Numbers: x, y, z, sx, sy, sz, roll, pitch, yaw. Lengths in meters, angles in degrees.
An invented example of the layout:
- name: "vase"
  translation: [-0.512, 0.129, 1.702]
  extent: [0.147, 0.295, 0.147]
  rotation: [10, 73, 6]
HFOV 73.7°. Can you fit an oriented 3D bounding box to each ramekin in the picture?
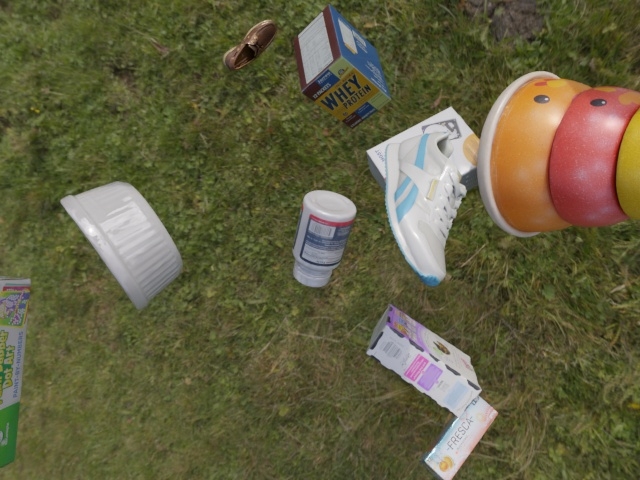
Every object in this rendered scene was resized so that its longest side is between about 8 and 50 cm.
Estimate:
- name: "ramekin"
  translation: [-0.401, 0.001, 0.892]
  extent: [0.272, 0.127, 0.273]
  rotation: [41, 152, 27]

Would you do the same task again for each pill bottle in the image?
- name: "pill bottle"
  translation: [0.000, 0.000, 0.872]
  extent: [0.107, 0.108, 0.180]
  rotation: [27, 123, 18]

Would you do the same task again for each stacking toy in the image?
- name: "stacking toy"
  translation: [0.571, -0.148, 0.767]
  extent: [0.479, 0.350, 0.352]
  rotation: [17, 107, 56]

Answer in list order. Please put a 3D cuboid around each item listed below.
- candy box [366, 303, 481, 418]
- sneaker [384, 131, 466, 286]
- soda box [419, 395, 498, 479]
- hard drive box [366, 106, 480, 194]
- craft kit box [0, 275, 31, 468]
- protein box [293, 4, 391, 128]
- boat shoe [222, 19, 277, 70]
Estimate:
- name: "candy box"
  translation: [0.194, 0.221, 0.819]
  extent: [0.196, 0.165, 0.070]
  rotation: [34, 101, 8]
- name: "sneaker"
  translation: [0.140, -0.052, 0.554]
  extent: [0.092, 0.087, 0.229]
  rotation: [-16, 55, 25]
- name: "soda box"
  translation: [0.290, 0.413, 0.897]
  extent: [0.063, 0.058, 0.183]
  rotation: [40, 70, 19]
- name: "hard drive box"
  translation: [0.254, -0.177, 1.006]
  extent: [0.232, 0.089, 0.181]
  rotation: [-29, 63, -1]
- name: "craft kit box"
  translation: [-0.523, 0.165, 0.584]
  extent: [0.246, 0.061, 0.250]
  rotation: [4, 89, 18]
- name: "protein box"
  translation: [0.054, -0.442, 1.103]
  extent: [0.135, 0.199, 0.201]
  rotation: [-30, 54, 34]
- name: "boat shoe"
  translation: [-0.180, -0.515, 1.141]
  extent: [0.178, 0.064, 0.060]
  rotation: [-42, 45, -3]
